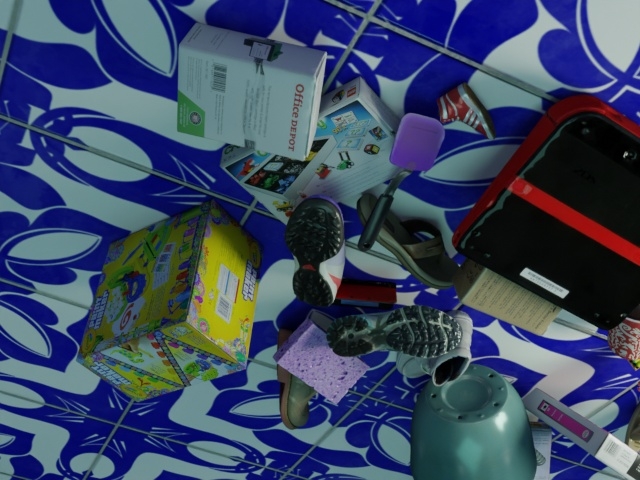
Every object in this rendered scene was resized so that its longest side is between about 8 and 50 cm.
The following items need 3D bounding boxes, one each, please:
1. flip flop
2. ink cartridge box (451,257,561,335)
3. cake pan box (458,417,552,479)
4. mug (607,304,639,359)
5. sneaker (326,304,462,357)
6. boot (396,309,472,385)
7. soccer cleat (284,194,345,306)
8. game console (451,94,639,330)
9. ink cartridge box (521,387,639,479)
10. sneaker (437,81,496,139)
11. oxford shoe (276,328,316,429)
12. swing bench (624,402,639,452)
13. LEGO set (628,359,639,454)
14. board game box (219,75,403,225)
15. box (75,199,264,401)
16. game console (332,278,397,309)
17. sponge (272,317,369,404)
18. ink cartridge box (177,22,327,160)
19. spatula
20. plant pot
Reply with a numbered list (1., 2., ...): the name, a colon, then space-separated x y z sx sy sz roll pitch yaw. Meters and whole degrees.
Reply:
1. flip flop: 0.179 -0.004 1.727 0.080 0.112 0.277 -37 119 24
2. ink cartridge box: 0.387 0.039 1.696 0.193 0.088 0.235 23 116 -20
3. cake pan box: 0.432 0.569 2.281 0.267 0.070 0.246 0 98 6
4. mug: 0.623 0.148 1.857 0.113 0.150 0.169 -31 144 -12
5. sneaker: 0.161 0.186 1.942 0.283 0.110 0.122 -1 -179 15
6. boot: 0.243 0.265 2.006 0.095 0.123 0.258 20 138 -15
7. soccer cleat: 0.000 0.000 1.716 0.108 0.116 0.318 14 146 10
8. game console: 0.469 -0.039 1.585 0.386 0.060 0.342 27 117 -19
9. ink cartridge box: 0.578 0.426 2.054 0.176 0.069 0.371 34 177 -21
10. sneaker: 0.238 -0.203 1.519 0.067 0.042 0.118 -25 123 27
11. oxford shoe: -0.032 0.334 2.131 0.130 0.123 0.348 -1 141 0
12. swing bench: 0.882 0.456 2.123 0.253 0.165 0.255 22 143 -18
13. LEGO set: 0.711 0.369 1.959 0.132 0.107 0.287 -1 109 47
14. board game box: 0.001 -0.147 1.609 0.305 0.053 0.193 -23 133 30
15. box: -0.284 0.118 1.777 0.279 0.290 0.177 -20 134 29
16. game console: 0.082 0.127 1.896 0.144 0.085 0.124 5 140 2
17. sponge: 0.003 0.265 2.006 0.117 0.031 0.210 -47 126 3
18. ink cartridge box: -0.109 -0.234 1.451 0.219 0.092 0.160 14 130 5
19. spatula: 0.127 -0.089 1.582 0.084 0.030 0.296 10 132 -18
20. plant pot: 0.337 0.422 2.069 0.293 0.293 0.235 -3 127 11
